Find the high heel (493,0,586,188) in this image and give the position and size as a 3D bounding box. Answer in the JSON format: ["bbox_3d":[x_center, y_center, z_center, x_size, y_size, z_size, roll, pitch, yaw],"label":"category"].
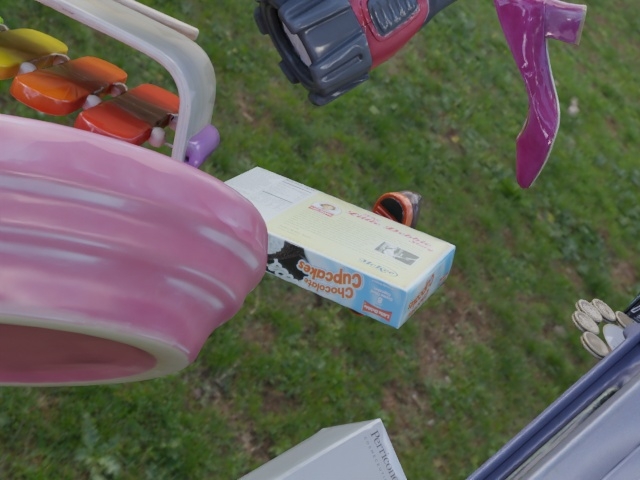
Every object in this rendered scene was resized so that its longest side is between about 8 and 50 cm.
[{"bbox_3d":[0.249,-0.191,1.154,0.117,0.244,0.082,12,20,4],"label":"high heel"}]

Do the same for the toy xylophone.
[{"bbox_3d":[-0.209,-0.160,0.698,0.323,0.081,0.236,28,16,3],"label":"toy xylophone"}]

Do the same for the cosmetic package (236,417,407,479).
[{"bbox_3d":[-0.047,0.425,1.271,0.385,0.156,0.217,-24,88,-37],"label":"cosmetic package"}]

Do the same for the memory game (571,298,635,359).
[{"bbox_3d":[0.365,0.138,1.062,0.186,0.012,0.186,29,29,-17],"label":"memory game"}]

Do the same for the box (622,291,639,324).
[{"bbox_3d":[0.535,-0.015,1.141,0.076,0.307,0.242,44,42,12],"label":"box"}]

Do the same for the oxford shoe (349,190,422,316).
[{"bbox_3d":[0.126,0.028,1.736,0.097,0.271,0.098,38,31,24],"label":"oxford shoe"}]

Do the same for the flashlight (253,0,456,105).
[{"bbox_3d":[0.098,-0.220,0.695,0.304,0.103,0.103,-34,77,-10],"label":"flashlight"}]

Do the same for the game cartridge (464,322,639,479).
[{"bbox_3d":[0.183,0.216,0.602,0.230,0.355,0.068,52,-4,-25],"label":"game cartridge"}]

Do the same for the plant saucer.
[{"bbox_3d":[-0.196,0.026,0.519,0.332,0.332,0.084,14,68,-37],"label":"plant saucer"}]

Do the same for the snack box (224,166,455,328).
[{"bbox_3d":[0.000,0.000,1.220,0.322,0.060,0.187,23,26,19],"label":"snack box"}]
